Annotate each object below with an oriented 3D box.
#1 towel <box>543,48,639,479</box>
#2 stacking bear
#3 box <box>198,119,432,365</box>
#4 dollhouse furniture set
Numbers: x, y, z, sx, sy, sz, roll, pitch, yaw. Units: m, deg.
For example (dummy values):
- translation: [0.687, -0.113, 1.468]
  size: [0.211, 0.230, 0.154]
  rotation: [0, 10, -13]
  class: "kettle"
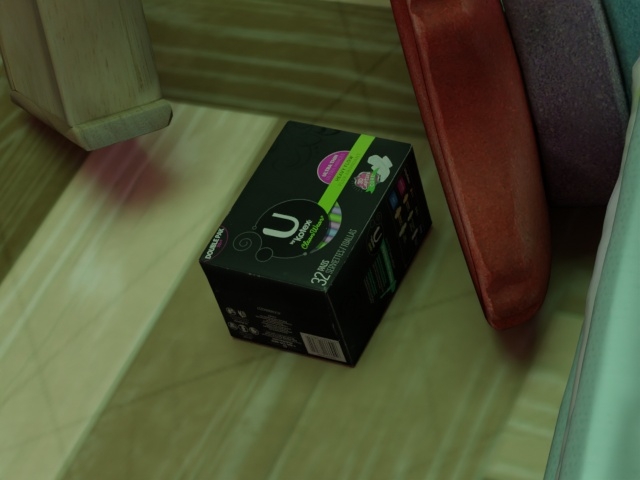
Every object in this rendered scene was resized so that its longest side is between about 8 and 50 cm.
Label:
- translation: [0.217, 0.096, 0.462]
  size: [0.321, 0.090, 0.374]
  rotation: [12, 61, 9]
  class: "towel"
- translation: [0.178, -0.102, 0.670]
  size: [0.289, 0.175, 0.164]
  rotation: [-16, 25, 3]
  class: "stacking bear"
- translation: [0.000, 0.000, 0.704]
  size: [0.062, 0.052, 0.083]
  rotation: [12, 54, 26]
  class: "box"
- translation: [0.005, -0.187, 0.832]
  size: [0.356, 0.173, 0.303]
  rotation: [-19, 23, -21]
  class: "dollhouse furniture set"
